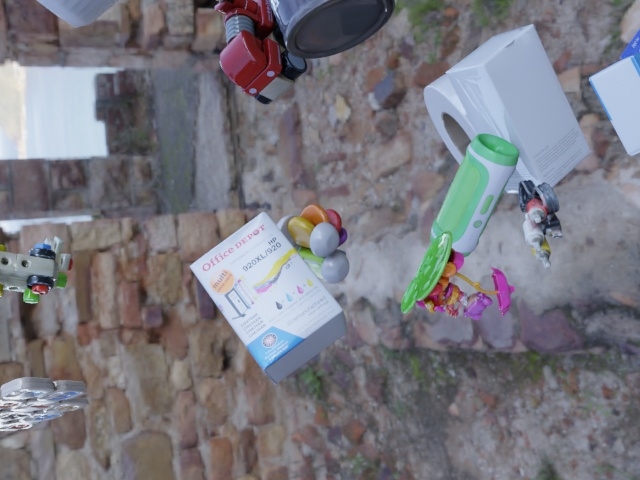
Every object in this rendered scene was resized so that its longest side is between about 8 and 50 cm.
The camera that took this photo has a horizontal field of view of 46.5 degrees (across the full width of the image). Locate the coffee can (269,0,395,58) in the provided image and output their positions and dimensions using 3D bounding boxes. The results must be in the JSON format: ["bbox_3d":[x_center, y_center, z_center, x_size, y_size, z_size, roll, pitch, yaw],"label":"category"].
[{"bbox_3d":[-0.013,-0.491,1.306,0.275,0.202,0.201,69,154,12],"label":"coffee can"}]

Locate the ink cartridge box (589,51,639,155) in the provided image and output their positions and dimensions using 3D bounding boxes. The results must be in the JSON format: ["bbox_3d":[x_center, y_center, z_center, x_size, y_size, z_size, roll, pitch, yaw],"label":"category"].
[{"bbox_3d":[0.527,-0.233,1.199,0.082,0.191,0.139,-28,90,45],"label":"ink cartridge box"}]

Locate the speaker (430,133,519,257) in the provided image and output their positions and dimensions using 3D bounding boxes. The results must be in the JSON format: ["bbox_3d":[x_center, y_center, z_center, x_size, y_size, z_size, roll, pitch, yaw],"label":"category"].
[{"bbox_3d":[0.370,-0.105,1.811,0.131,0.131,0.296,59,139,46],"label":"speaker"}]

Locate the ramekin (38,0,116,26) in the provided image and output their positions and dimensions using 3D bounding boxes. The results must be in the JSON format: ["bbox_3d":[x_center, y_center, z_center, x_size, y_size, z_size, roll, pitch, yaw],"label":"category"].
[{"bbox_3d":[-0.390,-0.417,1.043,0.127,0.273,0.273,-50,34,4],"label":"ramekin"}]

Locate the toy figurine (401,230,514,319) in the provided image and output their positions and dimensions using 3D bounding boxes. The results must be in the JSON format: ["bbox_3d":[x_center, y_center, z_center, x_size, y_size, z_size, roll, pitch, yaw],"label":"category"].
[{"bbox_3d":[0.248,0.090,1.285,0.173,0.159,0.130,-60,9,33],"label":"toy figurine"}]

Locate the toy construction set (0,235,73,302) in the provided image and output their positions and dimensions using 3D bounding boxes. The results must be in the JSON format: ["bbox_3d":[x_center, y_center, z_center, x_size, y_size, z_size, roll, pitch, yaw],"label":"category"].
[{"bbox_3d":[-0.613,0.060,1.405,0.215,0.328,0.151,-29,71,47],"label":"toy construction set"}]

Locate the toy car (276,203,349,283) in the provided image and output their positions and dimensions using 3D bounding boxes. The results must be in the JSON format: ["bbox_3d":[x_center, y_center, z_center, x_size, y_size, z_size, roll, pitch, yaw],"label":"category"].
[{"bbox_3d":[0.000,0.000,1.666,0.159,0.136,0.182,15,139,41],"label":"toy car"}]

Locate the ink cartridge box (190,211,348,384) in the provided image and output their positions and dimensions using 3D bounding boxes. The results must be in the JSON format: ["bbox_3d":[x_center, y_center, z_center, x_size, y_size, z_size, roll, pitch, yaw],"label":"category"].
[{"bbox_3d":[-0.089,0.105,1.337,0.232,0.171,0.168,51,172,19],"label":"ink cartridge box"}]

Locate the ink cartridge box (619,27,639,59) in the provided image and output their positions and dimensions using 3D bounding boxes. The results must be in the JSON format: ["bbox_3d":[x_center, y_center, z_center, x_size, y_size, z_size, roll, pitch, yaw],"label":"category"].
[{"bbox_3d":[0.741,-0.471,1.648,0.046,0.207,0.097,37,142,12],"label":"ink cartridge box"}]

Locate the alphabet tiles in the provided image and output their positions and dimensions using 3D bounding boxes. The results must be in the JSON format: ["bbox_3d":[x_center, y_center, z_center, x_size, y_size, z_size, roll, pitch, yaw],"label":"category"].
[{"bbox_3d":[-0.524,0.272,1.191,0.284,0.278,0.021,-23,67,20],"label":"alphabet tiles"}]

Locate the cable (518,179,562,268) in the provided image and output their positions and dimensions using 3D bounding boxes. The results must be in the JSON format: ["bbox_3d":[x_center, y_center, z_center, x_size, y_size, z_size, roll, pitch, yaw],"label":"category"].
[{"bbox_3d":[0.400,-0.069,1.429,0.287,0.072,0.139,-92,-11,-65],"label":"cable"}]

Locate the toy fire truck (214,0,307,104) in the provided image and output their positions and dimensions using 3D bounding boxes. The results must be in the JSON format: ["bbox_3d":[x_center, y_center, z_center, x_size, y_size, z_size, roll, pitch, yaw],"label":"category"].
[{"bbox_3d":[-0.148,-0.415,1.430,0.158,0.246,0.217,-34,50,39],"label":"toy fire truck"}]

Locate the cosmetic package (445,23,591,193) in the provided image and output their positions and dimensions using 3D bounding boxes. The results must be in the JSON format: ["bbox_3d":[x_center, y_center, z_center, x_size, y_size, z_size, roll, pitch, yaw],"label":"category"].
[{"bbox_3d":[0.495,-0.318,1.848,0.365,0.197,0.155,59,158,-17],"label":"cosmetic package"}]

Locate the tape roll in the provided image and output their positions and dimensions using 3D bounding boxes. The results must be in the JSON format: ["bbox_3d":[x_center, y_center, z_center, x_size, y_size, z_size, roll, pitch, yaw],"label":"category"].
[{"bbox_3d":[0.440,-0.305,2.180,0.392,0.072,0.392,56,179,2],"label":"tape roll"}]
